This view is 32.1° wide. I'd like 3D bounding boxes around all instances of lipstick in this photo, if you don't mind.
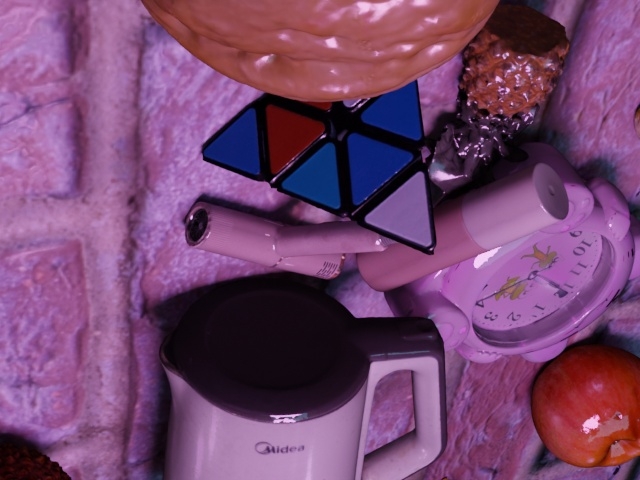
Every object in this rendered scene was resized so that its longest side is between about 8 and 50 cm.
[{"bbox_3d":[0.155,-0.011,1.259,0.254,0.070,0.070,-25,148,39],"label":"lipstick"}]

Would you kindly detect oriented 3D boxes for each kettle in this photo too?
[{"bbox_3d":[-0.018,0.248,1.360,0.361,0.250,0.376,0,131,-9],"label":"kettle"}]

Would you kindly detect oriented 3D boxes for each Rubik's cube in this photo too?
[{"bbox_3d":[0.023,-0.161,1.126,0.250,0.284,0.234,14,109,2],"label":"Rubik's cube"}]

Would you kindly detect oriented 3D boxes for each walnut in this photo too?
[{"bbox_3d":[-0.005,-0.255,0.834,0.333,0.333,0.333,-16,138,-15],"label":"walnut"}]

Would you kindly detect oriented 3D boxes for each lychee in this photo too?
[{"bbox_3d":[-0.379,0.324,1.305,0.188,0.188,0.188,-16,138,-15],"label":"lychee"}]

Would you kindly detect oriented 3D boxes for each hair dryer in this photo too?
[{"bbox_3d":[-0.007,-0.003,1.180,0.195,0.053,0.220,14,168,-37],"label":"hair dryer"}]

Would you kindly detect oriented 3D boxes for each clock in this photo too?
[{"bbox_3d":[0.268,0.035,1.419,0.322,0.113,0.295,22,119,-43],"label":"clock"}]

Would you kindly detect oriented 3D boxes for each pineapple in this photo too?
[{"bbox_3d":[0.182,-0.142,1.204,0.119,0.111,0.237,22,139,7],"label":"pineapple"}]

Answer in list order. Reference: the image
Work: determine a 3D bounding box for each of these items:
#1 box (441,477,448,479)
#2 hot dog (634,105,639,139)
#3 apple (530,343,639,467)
[{"bbox_3d":[0.215,0.537,1.920,0.193,0.084,0.301,-36,139,8],"label":"box"},{"bbox_3d":[0.519,-0.199,1.362,0.286,0.061,0.088,-33,128,3],"label":"hot dog"},{"bbox_3d":[0.427,0.258,1.694,0.209,0.164,0.209,-14,138,-13],"label":"apple"}]
